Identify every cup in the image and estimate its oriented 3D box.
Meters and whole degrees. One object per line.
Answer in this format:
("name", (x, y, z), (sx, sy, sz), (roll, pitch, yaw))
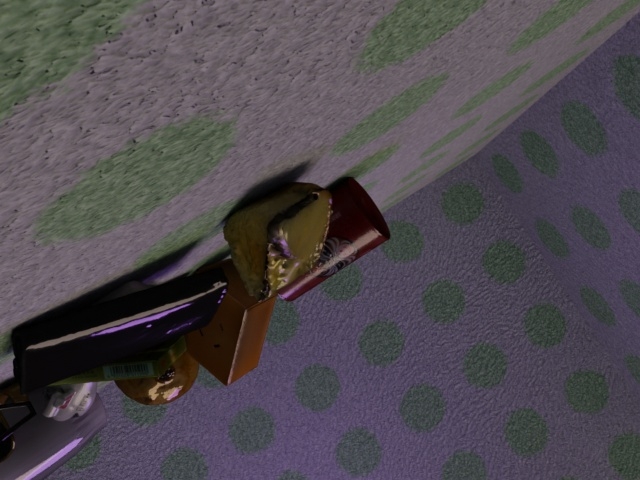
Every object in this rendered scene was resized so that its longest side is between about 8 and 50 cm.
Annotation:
("cup", (-0.804, 0.538, 1.688), (0.372, 0.253, 0.253), (-31, 176, -45))

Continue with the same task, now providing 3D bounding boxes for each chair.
("chair", (-0.774, 0.434, 1.423), (0.159, 0.172, 0.247), (-36, 167, 30))

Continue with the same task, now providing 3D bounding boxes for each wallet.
("wallet", (-0.389, 0.173, 1.219), (0.406, 0.062, 0.228), (-17, 156, -34))

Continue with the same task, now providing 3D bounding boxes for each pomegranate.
("pomegranate", (-0.493, 0.368, 1.850), (0.260, 0.260, 0.260), (-32, 176, -3))

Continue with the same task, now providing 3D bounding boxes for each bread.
("bread", (-0.078, -0.021, 1.244), (0.204, 0.162, 0.262), (-27, 151, -35))

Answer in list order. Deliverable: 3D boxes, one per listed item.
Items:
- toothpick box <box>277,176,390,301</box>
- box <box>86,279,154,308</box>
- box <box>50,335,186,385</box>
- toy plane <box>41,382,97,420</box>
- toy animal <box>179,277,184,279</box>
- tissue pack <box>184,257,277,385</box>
("toothpick box", (0.000, 0.000, 1.688), (0.333, 0.204, 0.204), (-33, 176, 17))
("box", (-0.463, 0.178, 1.277), (0.285, 0.044, 0.142), (-32, 159, 6))
("box", (-0.487, 0.277, 1.418), (0.311, 0.043, 0.173), (-7, -171, 9))
("toy plane", (-0.626, 0.369, 1.603), (0.252, 0.118, 0.252), (-54, -179, 2))
("toy animal", (-0.393, 0.153, 1.467), (0.157, 0.097, 0.312), (-43, 172, 7))
("tissue pack", (-0.244, 0.218, 1.659), (0.145, 0.194, 0.274), (-22, 138, -46))
